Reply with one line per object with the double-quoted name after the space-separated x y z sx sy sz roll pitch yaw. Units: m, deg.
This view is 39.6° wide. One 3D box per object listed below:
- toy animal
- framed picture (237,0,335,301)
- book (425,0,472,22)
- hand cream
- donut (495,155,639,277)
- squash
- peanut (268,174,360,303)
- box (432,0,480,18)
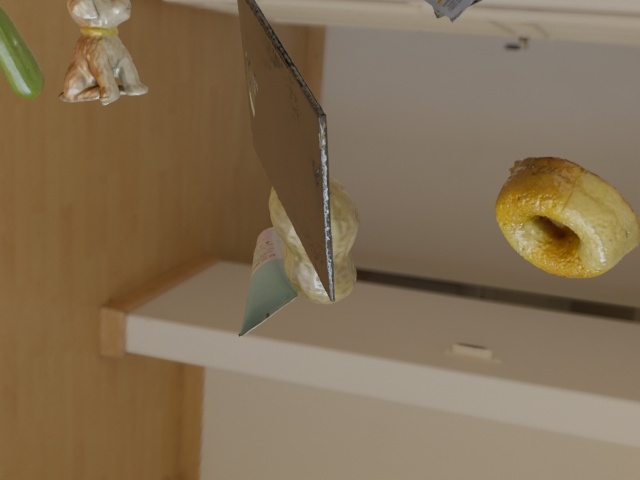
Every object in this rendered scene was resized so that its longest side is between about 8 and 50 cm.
-0.371 -0.309 1.391 0.104 0.184 0.185 -33 119 -48 "toy animal"
-0.043 -0.121 1.015 0.324 0.013 0.244 -116 -162 -47 "framed picture"
0.074 -0.276 0.783 0.014 0.182 0.127 -56 -174 -19 "book"
-0.075 0.062 1.458 0.070 0.111 0.312 52 13 -18 "hand cream"
0.293 -0.021 1.088 0.074 0.190 0.174 -44 118 -17 "donut"
-0.551 -0.341 1.584 0.066 0.066 0.201 -66 150 -44 "squash"
0.000 0.000 1.261 0.256 0.124 0.123 75 28 -48 "peanut"
0.186 -0.336 1.174 0.063 0.085 0.060 -32 102 -30 "box"
